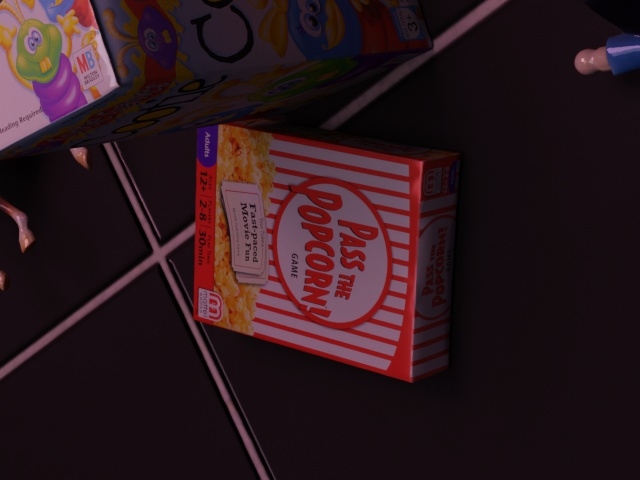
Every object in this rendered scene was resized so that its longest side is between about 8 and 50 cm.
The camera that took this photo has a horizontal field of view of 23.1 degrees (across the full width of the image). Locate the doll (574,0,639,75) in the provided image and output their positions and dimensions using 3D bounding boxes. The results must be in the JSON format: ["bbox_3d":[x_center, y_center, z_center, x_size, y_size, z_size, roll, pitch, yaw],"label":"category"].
[{"bbox_3d":[0.173,-0.151,0.873,0.189,0.046,0.129,35,111,22],"label":"doll"}]

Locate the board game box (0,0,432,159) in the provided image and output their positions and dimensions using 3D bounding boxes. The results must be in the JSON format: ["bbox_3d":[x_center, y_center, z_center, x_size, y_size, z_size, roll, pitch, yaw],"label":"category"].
[{"bbox_3d":[-0.085,-0.146,0.937,0.144,0.275,0.142,-20,86,41],"label":"board game box"}]

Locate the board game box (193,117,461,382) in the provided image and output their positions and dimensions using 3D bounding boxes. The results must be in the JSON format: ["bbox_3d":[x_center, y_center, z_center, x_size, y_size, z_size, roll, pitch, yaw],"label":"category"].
[{"bbox_3d":[0.000,0.000,1.050,0.194,0.045,0.146,12,107,37],"label":"board game box"}]

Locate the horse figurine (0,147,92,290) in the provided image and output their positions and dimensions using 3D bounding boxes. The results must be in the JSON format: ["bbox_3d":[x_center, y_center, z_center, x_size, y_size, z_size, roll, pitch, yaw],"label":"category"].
[{"bbox_3d":[-0.248,-0.088,1.180,0.174,0.066,0.263,44,108,7],"label":"horse figurine"}]
